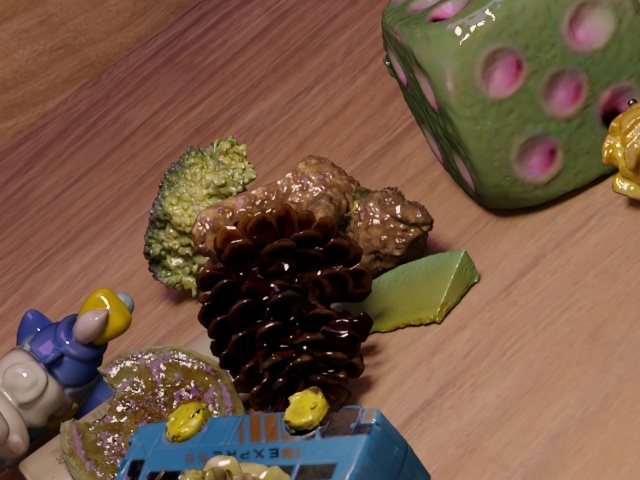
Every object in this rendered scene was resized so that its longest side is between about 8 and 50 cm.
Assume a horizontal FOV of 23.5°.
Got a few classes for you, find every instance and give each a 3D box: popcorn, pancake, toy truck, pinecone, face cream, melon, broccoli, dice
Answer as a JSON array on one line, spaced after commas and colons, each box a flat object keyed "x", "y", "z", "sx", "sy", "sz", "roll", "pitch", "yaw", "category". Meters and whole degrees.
[{"x": 0.451, "y": -0.121, "z": 2.041, "sx": 0.167, "sy": 0.148, "sz": 0.152, "roll": -38, "pitch": 56, "yaw": 20, "category": "popcorn"}, {"x": -0.218, "y": 0.245, "z": 2.033, "sx": 0.254, "sy": 0.037, "sz": 0.253, "roll": -5, "pitch": 56, "yaw": 7, "category": "pancake"}, {"x": -0.071, "y": 0.286, "z": 1.792, "sx": 0.385, "sy": 0.161, "sz": 0.162, "roll": -8, "pitch": 41, "yaw": 36, "category": "toy truck"}, {"x": -0.037, "y": 0.103, "z": 2.015, "sx": 0.246, "sy": 0.246, "sz": 0.292, "roll": -25, "pitch": 46, "yaw": 9, "category": "pinecone"}, {"x": -0.242, "y": 0.252, "z": 2.120, "sx": 0.348, "sy": 0.081, "sz": 0.173, "roll": -35, "pitch": 31, "yaw": -13, "category": "face cream"}, {"x": 0.098, "y": 0.095, "z": 2.131, "sx": 0.262, "sy": 0.053, "sz": 0.114, "roll": -21, "pitch": 44, "yaw": 26, "category": "melon"}, {"x": -0.146, "y": -0.028, "z": 2.456, "sx": 0.243, "sy": 0.247, "sz": 0.263, "roll": 23, "pitch": 94, "yaw": 24, "category": "broccoli"}, {"x": 0.291, "y": -0.261, "z": 2.241, "sx": 0.318, "sy": 0.330, "sz": 0.322, "roll": -29, "pitch": 23, "yaw": -4, "category": "dice"}]

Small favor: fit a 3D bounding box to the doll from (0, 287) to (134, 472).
[{"x": -0.420, "y": 0.231, "z": 2.211, "sx": 0.365, "sy": 0.187, "sz": 0.376, "roll": -42, "pitch": 17, "yaw": -33, "category": "doll"}]

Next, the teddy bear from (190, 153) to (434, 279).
[{"x": -0.007, "y": 0.007, "z": 2.215, "sx": 0.296, "sy": 0.246, "sz": 0.222, "roll": -36, "pitch": 68, "yaw": -8, "category": "teddy bear"}]

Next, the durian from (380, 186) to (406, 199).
[{"x": 0.107, "y": -0.047, "z": 2.358, "sx": 0.066, "sy": 0.052, "sz": 0.130, "roll": -33, "pitch": 25, "yaw": -2, "category": "durian"}]

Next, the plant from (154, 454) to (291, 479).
[{"x": -0.129, "y": 0.351, "z": 1.602, "sx": 0.306, "sy": 0.261, "sz": 0.297, "roll": -19, "pitch": 24, "yaw": -5, "category": "plant"}]
